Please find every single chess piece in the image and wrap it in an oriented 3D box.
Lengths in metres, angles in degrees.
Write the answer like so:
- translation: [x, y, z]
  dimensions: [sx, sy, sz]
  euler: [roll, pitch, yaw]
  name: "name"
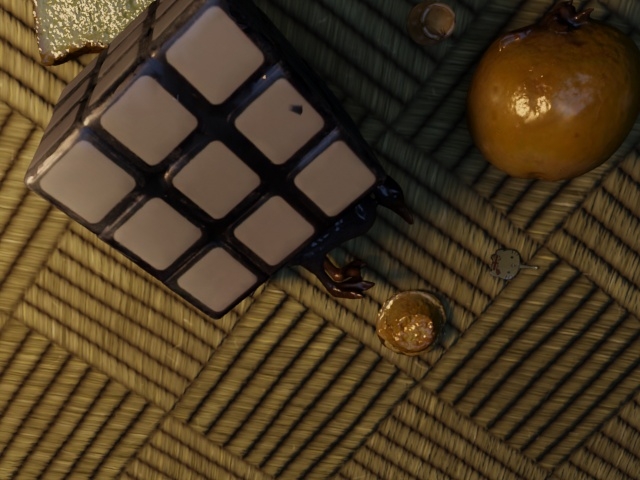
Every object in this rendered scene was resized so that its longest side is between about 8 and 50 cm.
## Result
- translation: [0.160, -0.308, 0.860]
  dimensions: [0.066, 0.122, 0.066]
  euler: [0, 108, 1]
  name: "chess piece"

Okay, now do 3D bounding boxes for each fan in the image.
- translation: [0.330, 0.042, 1.034]
  dimensions: [0.083, 0.004, 0.056]
  euler: [5, 108, 0]
  name: "fan"

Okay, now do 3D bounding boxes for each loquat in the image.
- translation: [0.320, -0.203, 0.841]
  dimensions: [0.244, 0.244, 0.244]
  euler: [0, 108, 1]
  name: "loquat"

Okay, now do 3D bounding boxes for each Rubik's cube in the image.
- translation: [-0.144, -0.143, 0.795]
  dimensions: [0.304, 0.305, 0.301]
  euler: [-41, 121, 11]
  name: "Rubik's cube"

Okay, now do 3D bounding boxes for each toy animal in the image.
- translation: [0.000, 0.000, 0.969]
  dimensions: [0.298, 0.122, 0.185]
  euler: [-16, 118, 14]
  name: "toy animal"

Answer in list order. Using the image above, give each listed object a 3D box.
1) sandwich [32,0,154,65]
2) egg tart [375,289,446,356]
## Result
- translation: [-0.304, -0.347, 0.887]
  dimensions: [0.214, 0.065, 0.186]
  euler: [3, 108, -1]
  name: "sandwich"
- translation: [0.158, 0.149, 1.051]
  dimensions: [0.129, 0.049, 0.129]
  euler: [1, 107, 2]
  name: "egg tart"
